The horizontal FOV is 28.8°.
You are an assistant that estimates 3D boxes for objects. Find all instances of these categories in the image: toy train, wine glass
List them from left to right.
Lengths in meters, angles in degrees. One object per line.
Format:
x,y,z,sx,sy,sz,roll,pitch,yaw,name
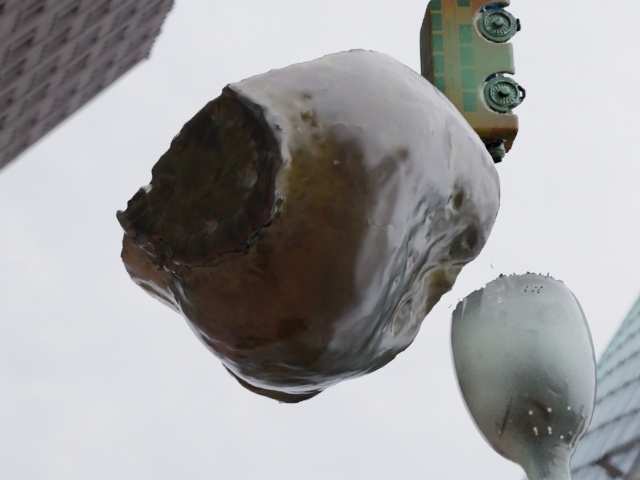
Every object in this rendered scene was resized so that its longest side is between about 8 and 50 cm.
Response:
0.156,-0.170,1.281,0.099,0.188,0.072,1,-21,-4,toy train
0.265,0.212,1.542,0.190,0.357,0.190,-4,-44,-3,wine glass

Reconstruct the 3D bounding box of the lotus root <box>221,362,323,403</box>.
-0.009,0.058,1.422,0.152,0.160,0.275,36,-74,42,lotus root

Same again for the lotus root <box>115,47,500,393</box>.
0.004,-0.012,0.894,0.149,0.267,0.260,44,4,25,lotus root
